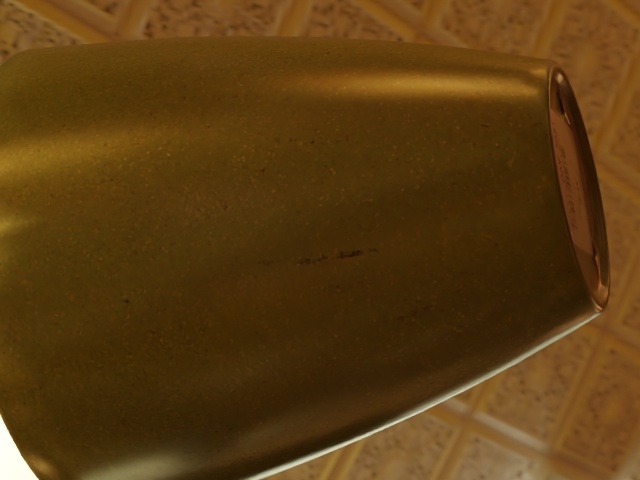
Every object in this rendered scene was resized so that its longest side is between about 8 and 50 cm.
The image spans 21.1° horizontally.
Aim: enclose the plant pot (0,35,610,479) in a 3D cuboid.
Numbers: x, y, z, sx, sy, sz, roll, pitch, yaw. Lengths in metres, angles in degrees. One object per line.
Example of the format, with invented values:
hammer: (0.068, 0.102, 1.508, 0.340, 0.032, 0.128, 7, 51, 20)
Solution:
plant pot: (0.000, 0.000, 0.944, 0.275, 0.293, 0.275, -11, -90, -72)
